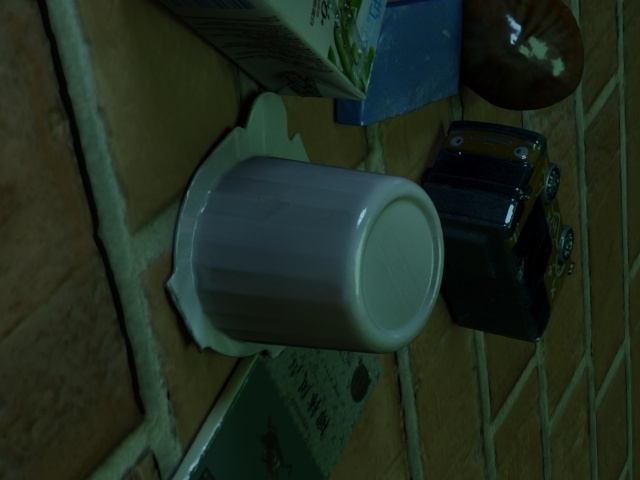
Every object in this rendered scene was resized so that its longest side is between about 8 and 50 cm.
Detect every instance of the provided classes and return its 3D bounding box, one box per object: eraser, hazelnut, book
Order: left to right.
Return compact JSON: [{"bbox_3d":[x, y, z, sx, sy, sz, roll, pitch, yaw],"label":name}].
[{"bbox_3d":[-0.040,0.214,1.586,0.379,0.031,0.264,-61,143,-35],"label":"book"},{"bbox_3d":[0.108,-0.240,1.731,0.312,0.042,0.144,-25,120,-58],"label":"eraser"},{"bbox_3d":[0.269,-0.274,1.888,0.210,0.186,0.210,12,67,-31],"label":"hazelnut"}]

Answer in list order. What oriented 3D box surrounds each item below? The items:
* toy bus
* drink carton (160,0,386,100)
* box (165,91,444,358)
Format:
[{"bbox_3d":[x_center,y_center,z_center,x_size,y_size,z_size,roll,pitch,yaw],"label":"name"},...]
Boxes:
[{"bbox_3d":[0.262,-0.009,1.969,0.194,0.162,0.323,-62,149,-27],"label":"toy bus"},{"bbox_3d":[-0.046,-0.284,1.328,0.324,0.132,0.194,32,69,-62],"label":"drink carton"},{"bbox_3d":[0.009,-0.005,1.403,0.262,0.206,0.291,15,84,-55],"label":"box"}]
